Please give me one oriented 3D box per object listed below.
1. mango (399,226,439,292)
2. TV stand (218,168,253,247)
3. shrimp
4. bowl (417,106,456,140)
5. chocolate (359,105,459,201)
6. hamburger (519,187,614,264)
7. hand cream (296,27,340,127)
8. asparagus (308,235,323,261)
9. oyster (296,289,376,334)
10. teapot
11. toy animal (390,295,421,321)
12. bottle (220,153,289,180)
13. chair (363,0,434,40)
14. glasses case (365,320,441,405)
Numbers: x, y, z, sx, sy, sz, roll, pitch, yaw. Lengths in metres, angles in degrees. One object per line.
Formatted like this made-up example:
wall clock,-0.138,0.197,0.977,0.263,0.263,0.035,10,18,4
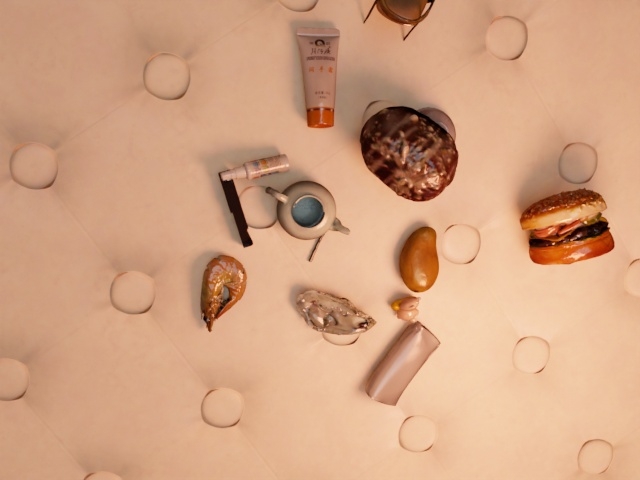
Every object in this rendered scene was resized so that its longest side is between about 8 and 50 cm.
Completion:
mango,0.336,0.064,1.817,0.137,0.099,0.227,8,89,-3
TV stand,-0.274,-0.102,1.747,0.040,0.049,0.256,-17,99,-6
shrimp,-0.329,0.179,1.776,0.146,0.061,0.266,16,94,-18
bowl,0.368,-0.347,1.769,0.189,0.086,0.188,-1,97,-7
chocolate,0.269,-0.255,1.666,0.340,0.210,0.225,38,128,-3
hamburger,0.806,-0.048,1.766,0.291,0.291,0.224,-16,91,-4
hand cream,0.003,-0.518,1.711,0.140,0.089,0.313,-4,91,-8
asparagus,0.000,0.000,1.810,0.016,0.016,0.162,29,94,17
oyster,0.053,0.238,1.811,0.252,0.087,0.199,-12,109,3
teapot,-0.045,-0.096,1.733,0.295,0.129,0.193,27,93,-10
toy animal,0.306,0.234,1.833,0.092,0.114,0.081,-16,88,-36
bottle,-0.208,-0.227,1.711,0.217,0.060,0.060,-14,99,-18
chair,0.242,-0.713,1.624,0.159,0.247,0.172,21,94,-10
glasses case,0.285,0.427,1.867,0.128,0.083,0.308,36,92,-16
